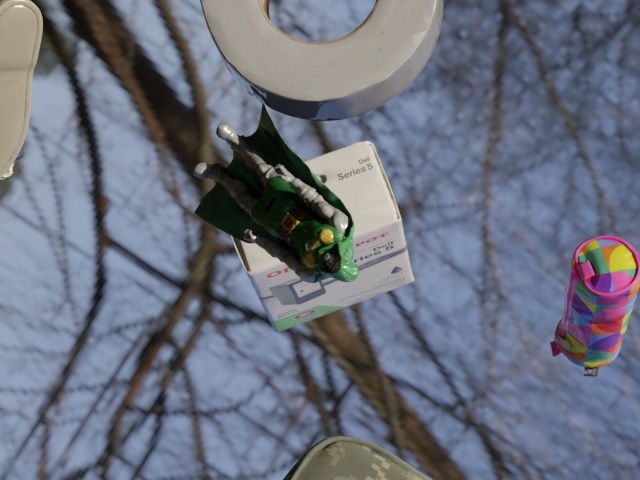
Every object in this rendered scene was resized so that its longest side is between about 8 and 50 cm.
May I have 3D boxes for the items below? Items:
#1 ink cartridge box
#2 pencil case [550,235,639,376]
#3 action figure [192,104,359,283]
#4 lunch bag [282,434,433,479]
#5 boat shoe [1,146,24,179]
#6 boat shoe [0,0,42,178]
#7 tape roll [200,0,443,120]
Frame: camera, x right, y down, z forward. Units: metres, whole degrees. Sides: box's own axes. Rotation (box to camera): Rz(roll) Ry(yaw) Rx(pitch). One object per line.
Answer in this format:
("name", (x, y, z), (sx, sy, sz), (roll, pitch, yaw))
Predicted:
("ink cartridge box", (0.000, 0.000, 2.195), (0.198, 0.115, 0.273), (-20, 162, 0))
("pencil case", (0.375, 0.089, 2.406), (0.236, 0.104, 0.104), (90, 18, -57))
("action figure", (-0.035, -0.028, 1.710), (0.232, 0.063, 0.137), (41, -71, 39))
("lunch bag", (-0.012, 0.341, 1.350), (0.305, 0.212, 0.256), (-55, 173, -37))
("boat shoe", (-0.343, -0.083, 1.898), (0.035, 0.035, 0.100), (-20, -168, -32))
("boat shoe", (-0.309, -0.138, 1.626), (0.065, 0.075, 0.206), (43, -59, 45))
("tape roll", (0.002, -0.224, 1.616), (0.219, 0.219, 0.072), (-57, 168, -6))
